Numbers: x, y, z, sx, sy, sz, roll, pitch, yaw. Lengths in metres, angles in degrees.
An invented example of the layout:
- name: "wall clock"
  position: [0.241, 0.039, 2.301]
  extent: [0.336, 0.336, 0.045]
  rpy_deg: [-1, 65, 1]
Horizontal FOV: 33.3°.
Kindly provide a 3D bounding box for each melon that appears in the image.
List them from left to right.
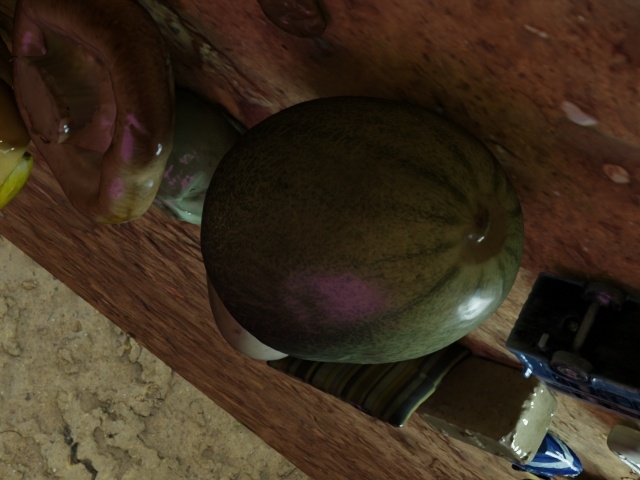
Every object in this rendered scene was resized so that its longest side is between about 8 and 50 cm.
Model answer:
- name: "melon"
  position: [0.032, -0.009, 0.960]
  extent: [0.248, 0.248, 0.329]
  rpy_deg: [43, 153, -30]

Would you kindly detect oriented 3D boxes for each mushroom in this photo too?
- name: "mushroom"
  position: [-0.238, -0.151, 1.132]
  extent: [0.278, 0.146, 0.278]
  rpy_deg: [26, 127, 40]
- name: "mushroom"
  position: [-0.043, 0.055, 1.419]
  extent: [0.215, 0.207, 0.207]
  rpy_deg: [-2, 163, -6]

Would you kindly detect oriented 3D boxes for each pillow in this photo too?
- name: "pillow"
  position: [0.070, 0.160, 1.468]
  extent: [0.212, 0.208, 0.052]
  rpy_deg: [23, 124, 25]

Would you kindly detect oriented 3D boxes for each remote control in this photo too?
- name: "remote control"
  position: [0.461, 0.312, 1.418]
  extent: [0.221, 0.042, 0.078]
  rpy_deg: [39, 164, -24]

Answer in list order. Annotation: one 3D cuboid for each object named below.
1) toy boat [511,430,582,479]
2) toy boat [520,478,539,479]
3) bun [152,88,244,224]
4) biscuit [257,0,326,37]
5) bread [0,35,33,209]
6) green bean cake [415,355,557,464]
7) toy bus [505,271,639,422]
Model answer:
- name: "toy boat"
  position: [0.335, 0.339, 1.694]
  extent: [0.210, 0.070, 0.292]
  rpy_deg: [14, 162, 49]
- name: "toy boat"
  position: [0.441, 0.448, 1.738]
  extent: [0.283, 0.078, 0.127]
  rpy_deg: [6, 160, 41]
- name: "bun"
  position: [-0.162, -0.091, 1.286]
  extent: [0.195, 0.118, 0.195]
  rpy_deg: [31, 160, 12]
- name: "biscuit"
  position: [-0.040, -0.217, 0.882]
  extent: [0.071, 0.018, 0.147]
  rpy_deg: [19, 159, 33]
- name: "bread"
  position: [-0.519, -0.185, 1.273]
  extent: [0.394, 0.250, 0.361]
  rpy_deg: [48, -175, -41]
- name: "green bean cake"
  position: [0.229, 0.229, 1.491]
  extent: [0.179, 0.109, 0.085]
  rpy_deg: [16, 157, 44]
- name: "toy bus"
  position: [0.339, 0.127, 1.028]
  extent: [0.297, 0.106, 0.131]
  rpy_deg: [17, 161, 37]
